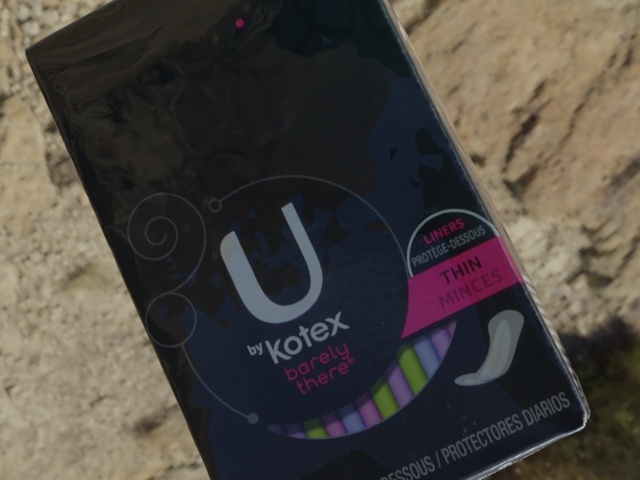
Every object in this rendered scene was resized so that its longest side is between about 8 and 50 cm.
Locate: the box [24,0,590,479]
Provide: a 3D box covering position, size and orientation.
[{"bbox_3d":[0.000,0.000,0.661,0.165,0.270,0.143,-27,168,7],"label":"box"}]
